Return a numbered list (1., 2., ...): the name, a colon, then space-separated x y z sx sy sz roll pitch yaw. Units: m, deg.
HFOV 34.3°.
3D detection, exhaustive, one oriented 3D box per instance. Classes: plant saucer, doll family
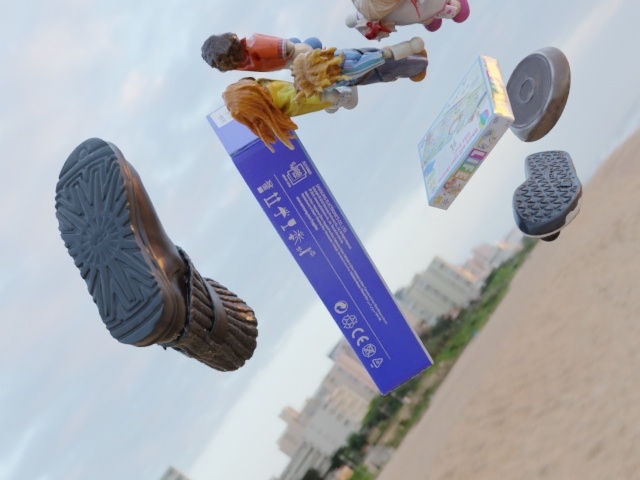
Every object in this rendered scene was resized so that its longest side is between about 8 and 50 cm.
1. plant saucer: 0.363 -0.252 1.771 0.168 0.029 0.168 -34 52 56
2. doll family: 0.009 -0.148 0.912 0.263 0.118 0.163 -12 1 37

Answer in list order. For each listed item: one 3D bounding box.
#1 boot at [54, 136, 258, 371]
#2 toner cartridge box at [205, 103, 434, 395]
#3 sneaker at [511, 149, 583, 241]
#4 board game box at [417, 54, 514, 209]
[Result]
1. boot: -0.239 0.029 1.522 0.131 0.348 0.260 -31 -25 19
2. toner cartridge box: 0.000 0.000 1.183 0.075 0.348 0.165 -32 27 0
3. sneaker: 0.296 -0.038 1.314 0.235 0.084 0.097 -55 -42 -60
4. board game box: 0.165 -0.124 1.201 0.154 0.026 0.103 123 152 -43
